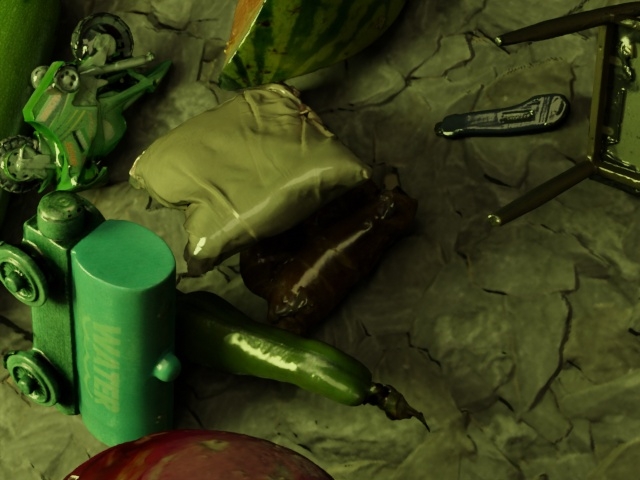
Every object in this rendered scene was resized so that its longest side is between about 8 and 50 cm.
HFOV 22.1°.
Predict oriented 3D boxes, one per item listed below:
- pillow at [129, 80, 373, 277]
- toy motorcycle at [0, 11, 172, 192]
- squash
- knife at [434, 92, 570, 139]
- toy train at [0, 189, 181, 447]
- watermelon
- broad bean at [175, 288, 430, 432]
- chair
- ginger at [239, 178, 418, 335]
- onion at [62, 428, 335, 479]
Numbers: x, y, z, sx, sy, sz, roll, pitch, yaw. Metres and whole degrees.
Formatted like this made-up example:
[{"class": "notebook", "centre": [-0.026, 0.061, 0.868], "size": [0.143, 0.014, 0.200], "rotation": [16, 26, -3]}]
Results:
[{"class": "pillow", "centre": [-0.068, -0.056, 1.364], "size": [0.173, 0.067, 0.270], "rotation": [-32, 26, -2]}, {"class": "toy motorcycle", "centre": [-0.216, -0.112, 1.487], "size": [0.190, 0.106, 0.074], "rotation": [-58, 26, -12]}, {"class": "squash", "centre": [-0.325, -0.085, 1.507], "size": [0.107, 0.107, 0.395], "rotation": [5, 72, 21]}, {"class": "knife", "centre": [0.153, -0.104, 1.394], "size": [0.121, 0.018, 0.031], "rotation": [-5, 74, 18]}, {"class": "toy train", "centre": [-0.178, 0.071, 1.326], "size": [0.159, 0.248, 0.101], "rotation": [28, 50, 22]}, {"class": "watermelon", "centre": [-0.001, -0.281, 1.440], "size": [0.159, 0.128, 0.303], "rotation": [3, 60, 13]}, {"class": "broad bean", "centre": [-0.063, 0.090, 1.345], "size": [0.318, 0.098, 0.056], "rotation": [22, 68, 27]}, {"class": "chair", "centre": [0.278, -0.095, 1.261], "size": [0.188, 0.166, 0.272], "rotation": [24, 36, 37]}, {"class": "ginger", "centre": [0.000, 0.000, 1.378], "size": [0.162, 0.073, 0.103], "rotation": [-43, 71, -3]}, {"class": "onion", "centre": [-0.068, 0.318, 1.160], "size": [0.358, 0.345, 0.358], "rotation": [-18, 58, 31]}]
